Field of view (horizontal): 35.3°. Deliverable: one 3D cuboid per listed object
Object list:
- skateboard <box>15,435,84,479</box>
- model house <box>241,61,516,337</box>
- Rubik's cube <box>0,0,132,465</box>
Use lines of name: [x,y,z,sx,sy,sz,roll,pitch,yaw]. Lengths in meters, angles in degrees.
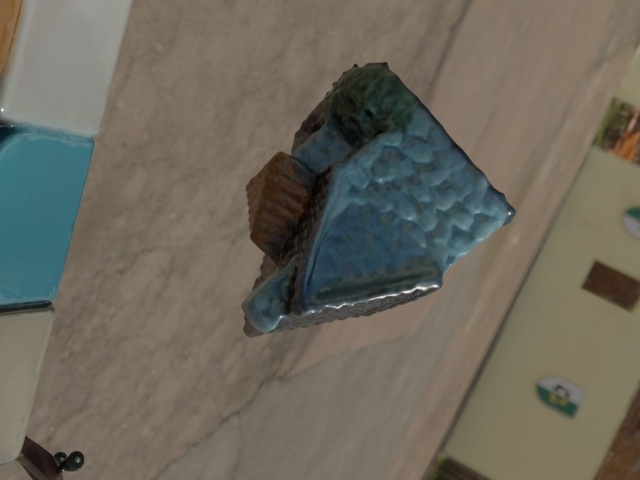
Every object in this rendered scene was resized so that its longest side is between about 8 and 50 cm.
skateboard: [-0.324,0.214,1.024,0.080,0.151,0.067,-56,-162,-27]
model house: [0.000,0.000,1.366,0.339,0.297,0.360,-43,-176,-19]
Rubik's cube: [-0.361,-0.060,0.554,0.346,0.346,0.345,1,104,-71]
